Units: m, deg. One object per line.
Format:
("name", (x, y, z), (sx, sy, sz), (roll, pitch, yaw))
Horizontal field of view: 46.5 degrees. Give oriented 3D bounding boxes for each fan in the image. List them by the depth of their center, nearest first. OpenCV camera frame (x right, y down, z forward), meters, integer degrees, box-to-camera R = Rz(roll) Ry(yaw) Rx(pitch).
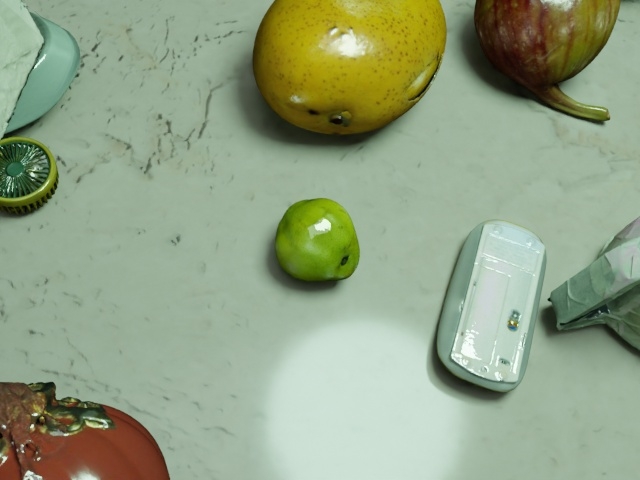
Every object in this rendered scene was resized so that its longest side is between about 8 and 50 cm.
("fan", (-0.359, -0.066, 0.793), (0.155, 0.039, 0.082), (-3, 64, -9))

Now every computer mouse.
("computer mouse", (0.189, 0.069, 0.813), (0.102, 0.045, 0.198), (20, 62, 0))
("computer mouse", (-0.370, -0.165, 0.820), (0.231, 0.079, 0.128), (-38, 61, -15))

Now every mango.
("mango", (0.052, -0.236, 0.889), (0.191, 0.159, 0.290), (30, 53, 13))

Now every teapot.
("teapot", (0.373, 0.021, 0.793), (0.222, 0.178, 0.163), (14, 62, -1))

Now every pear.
("pear", (0.000, 0.000, 0.794), (0.097, 0.092, 0.092), (33, 63, 8))

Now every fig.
("fig", (0.283, -0.251, 0.945), (0.175, 0.207, 0.175), (-3, 22, 1))

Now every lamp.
("lamp", (-0.227, 0.208, 0.573), (0.227, 0.227, 0.226), (4, 63, -8))

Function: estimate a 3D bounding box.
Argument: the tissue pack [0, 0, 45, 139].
("tissue pack", (-0.481, -0.202, 0.700), (0.370, 0.210, 0.198), (7, 59, 11))
